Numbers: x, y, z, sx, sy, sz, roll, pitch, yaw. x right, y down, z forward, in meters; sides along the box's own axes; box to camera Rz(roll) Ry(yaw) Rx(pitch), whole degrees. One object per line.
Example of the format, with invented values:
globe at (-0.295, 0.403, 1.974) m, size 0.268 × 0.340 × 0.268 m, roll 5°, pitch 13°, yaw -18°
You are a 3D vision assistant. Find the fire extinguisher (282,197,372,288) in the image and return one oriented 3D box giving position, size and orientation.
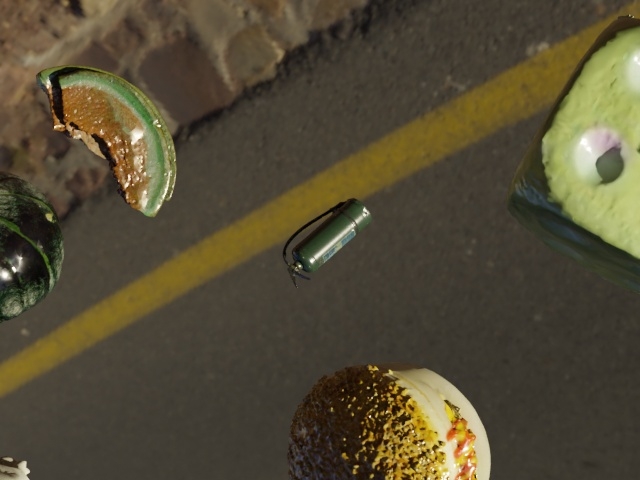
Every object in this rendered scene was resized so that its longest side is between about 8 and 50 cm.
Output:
fire extinguisher at (0.000, 0.000, 0.983) m, size 0.038 × 0.083 × 0.025 m, roll 38°, pitch 159°, yaw 25°

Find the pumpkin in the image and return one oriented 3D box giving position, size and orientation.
pumpkin at (-0.444, 0.010, 1.669) m, size 0.220 × 0.220 × 0.162 m, roll 10°, pitch 136°, yaw 20°

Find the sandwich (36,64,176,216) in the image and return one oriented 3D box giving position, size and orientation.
sandwich at (-0.153, -0.084, 0.949) m, size 0.135 × 0.067 × 0.029 m, roll 46°, pitch 172°, yaw -10°

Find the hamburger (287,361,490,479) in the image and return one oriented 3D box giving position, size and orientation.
hamburger at (0.085, 0.297, 1.684) m, size 0.294 × 0.179 × 0.276 m, roll 20°, pitch 109°, yaw 32°

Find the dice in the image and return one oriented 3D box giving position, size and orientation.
dice at (0.371, -0.082, 1.413) m, size 0.250 × 0.254 × 0.252 m, roll 31°, pitch 175°, yaw 11°

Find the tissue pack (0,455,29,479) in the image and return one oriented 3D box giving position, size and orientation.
tissue pack at (-0.318, 0.251, 0.536) m, size 0.390 × 0.195 × 0.375 m, roll 12°, pitch 123°, yaw -38°
